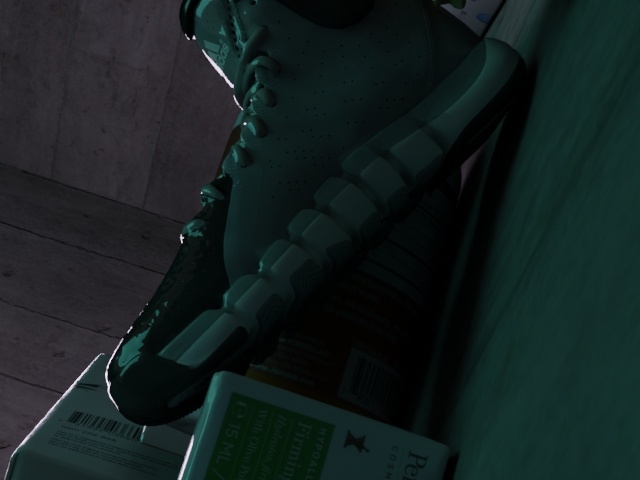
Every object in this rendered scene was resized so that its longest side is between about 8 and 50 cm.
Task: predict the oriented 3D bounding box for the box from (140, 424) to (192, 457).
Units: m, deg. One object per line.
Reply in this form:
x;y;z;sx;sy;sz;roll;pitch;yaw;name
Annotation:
-0.051;0.112;0.860;0.170;0.130;0.091;-150;79;-89;box

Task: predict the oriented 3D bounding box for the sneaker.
-0.030;-0.038;0.484;0.228;0.132;0.086;-43;-8;-24;sneaker

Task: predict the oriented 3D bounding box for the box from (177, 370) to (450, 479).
-0.015;0.115;0.418;0.102;0.087;0.101;115;173;-70;box

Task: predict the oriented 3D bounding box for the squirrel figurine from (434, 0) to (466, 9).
0.039;-0.305;0.426;0.281;0.397;0.370;-30;23;-4;squirrel figurine

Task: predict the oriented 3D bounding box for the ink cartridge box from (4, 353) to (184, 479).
-0.125;0.206;0.949;0.289;0.211;0.122;-76;3;-82;ink cartridge box

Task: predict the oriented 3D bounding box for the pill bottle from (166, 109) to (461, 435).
0.000;0.000;0.580;0.121;0.121;0.216;114;174;-73;pill bottle

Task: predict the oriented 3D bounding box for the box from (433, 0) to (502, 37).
0.106;-0.201;0.717;0.186;0.038;0.145;111;177;-75;box
